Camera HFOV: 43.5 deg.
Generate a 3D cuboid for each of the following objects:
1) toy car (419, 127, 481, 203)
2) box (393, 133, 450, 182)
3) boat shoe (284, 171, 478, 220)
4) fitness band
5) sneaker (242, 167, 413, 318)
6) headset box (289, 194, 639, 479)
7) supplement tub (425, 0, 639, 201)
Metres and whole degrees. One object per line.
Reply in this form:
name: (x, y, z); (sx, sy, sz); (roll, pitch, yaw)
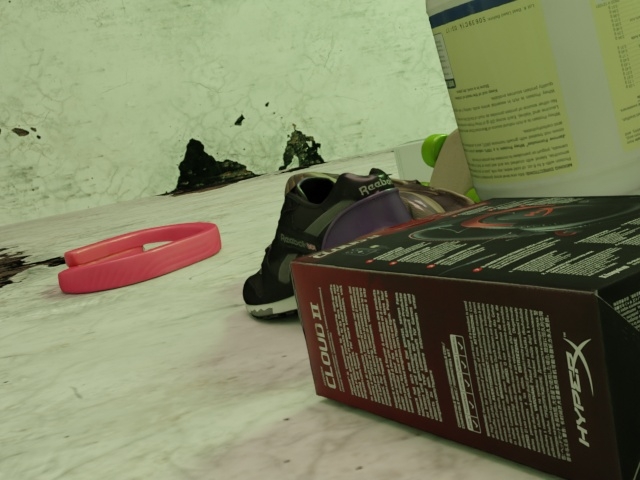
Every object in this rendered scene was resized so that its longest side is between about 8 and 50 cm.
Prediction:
toy car: (0.253, -0.073, 1.164); (0.189, 0.148, 0.155); (17, -2, -30)
box: (0.221, -0.159, 1.653); (0.102, 0.101, 0.087); (-6, 11, 34)
boat shoe: (0.071, -0.013, 0.965); (0.130, 0.132, 0.355); (-5, 14, -29)
fitness band: (-0.297, 0.025, 1.330); (0.209, 0.054, 0.291); (-1, 15, 36)
sneaker: (0.000, 0.000, 0.808); (0.107, 0.124, 0.283); (-18, 0, -35)
headset box: (0.136, 0.041, 0.542); (0.218, 0.110, 0.293); (-17, 11, -34)
supplement tub: (0.270, -0.167, 0.918); (0.236, 0.324, 0.235); (-16, 11, 3)
